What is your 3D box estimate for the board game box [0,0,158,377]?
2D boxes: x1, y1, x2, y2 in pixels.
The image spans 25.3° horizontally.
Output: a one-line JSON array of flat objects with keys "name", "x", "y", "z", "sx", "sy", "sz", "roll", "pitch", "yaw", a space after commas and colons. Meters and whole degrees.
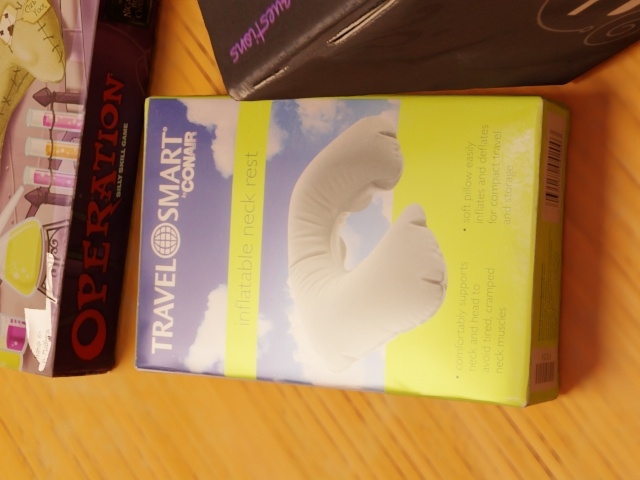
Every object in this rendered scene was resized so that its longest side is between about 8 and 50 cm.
[{"name": "board game box", "x": -0.164, "y": -0.129, "z": 0.613, "sx": 0.208, "sy": 0.056, "sz": 0.347, "roll": 8, "pitch": 92, "yaw": 30}]

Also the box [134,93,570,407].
[{"name": "box", "x": 0.000, "y": 0.000, "z": 0.530, "sx": 0.178, "sy": 0.042, "sz": 0.109, "roll": 2, "pitch": 89, "yaw": 25}]

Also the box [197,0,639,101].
[{"name": "box", "x": 0.033, "y": -0.194, "z": 0.432, "sx": 0.143, "sy": 0.165, "sz": 0.270, "roll": -28, "pitch": 76, "yaw": 47}]
